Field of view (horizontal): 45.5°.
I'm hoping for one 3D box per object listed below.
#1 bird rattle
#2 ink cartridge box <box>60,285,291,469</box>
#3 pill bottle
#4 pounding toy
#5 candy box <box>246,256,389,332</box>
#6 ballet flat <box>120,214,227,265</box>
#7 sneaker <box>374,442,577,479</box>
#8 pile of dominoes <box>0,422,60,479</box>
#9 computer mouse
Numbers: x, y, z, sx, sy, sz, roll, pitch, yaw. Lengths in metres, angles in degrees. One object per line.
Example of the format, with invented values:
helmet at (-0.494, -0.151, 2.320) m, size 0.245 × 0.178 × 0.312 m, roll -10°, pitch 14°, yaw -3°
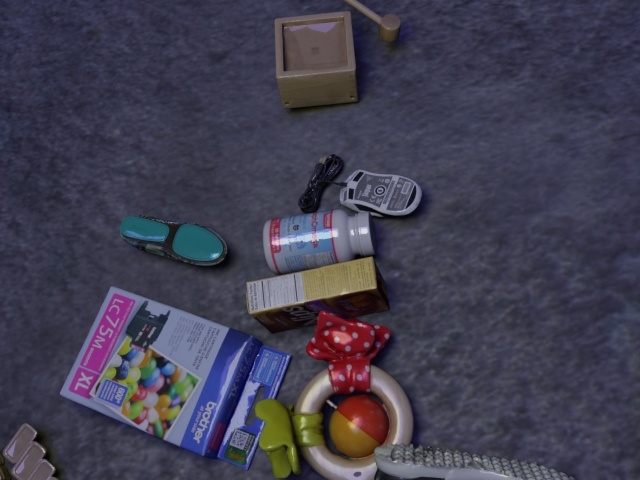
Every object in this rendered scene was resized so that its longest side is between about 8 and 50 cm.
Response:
bird rattle at (0.033, 0.232, 1.053) m, size 0.207 × 0.143 × 0.253 m, roll 37°, pitch 68°, yaw 13°
ink cartridge box at (-0.218, 0.200, 1.141) m, size 0.311 × 0.065 × 0.186 m, roll 17°, pitch 74°, yaw 18°
pill bottle at (0.000, 0.000, 1.147) m, size 0.160 × 0.087 × 0.087 m, roll -9°, pitch 67°, yaw 11°
pounding toy at (0.031, -0.322, 1.273) m, size 0.206 × 0.094 × 0.181 m, roll -5°, pitch 62°, yaw 3°
candy box at (-0.002, 0.082, 1.104) m, size 0.186 × 0.109 × 0.053 m, roll -11°, pitch 66°, yaw 11°
ballet flat at (-0.228, 0.003, 1.221) m, size 0.188 × 0.070 × 0.070 m, roll 18°, pitch 74°, yaw 16°
sneaker at (0.205, 0.351, 0.954) m, size 0.293 × 0.102 × 0.146 m, roll 8°, pitch 89°, yaw 10°
pile of dominoes at (-0.450, 0.426, 1.135) m, size 0.196 × 0.040 × 0.251 m, roll -36°, pitch 73°, yaw -3°
computer mouse at (0.067, -0.072, 1.187) m, size 0.193 × 0.042 × 0.106 m, roll 16°, pitch 69°, yaw 26°
